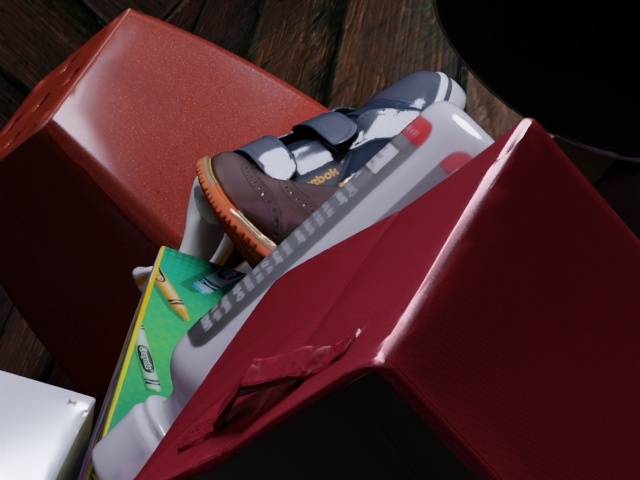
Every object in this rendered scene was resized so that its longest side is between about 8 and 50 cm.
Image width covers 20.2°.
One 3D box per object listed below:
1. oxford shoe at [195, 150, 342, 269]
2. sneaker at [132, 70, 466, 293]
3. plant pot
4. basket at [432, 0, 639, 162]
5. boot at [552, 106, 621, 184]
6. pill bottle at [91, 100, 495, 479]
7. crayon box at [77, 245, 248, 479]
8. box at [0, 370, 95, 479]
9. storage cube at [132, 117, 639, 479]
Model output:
[{"bbox_3d":[0.000,0.000,1.285,0.098,0.097,0.271,-40,45,-5],"label":"oxford shoe"},{"bbox_3d":[-0.017,-0.042,1.458,0.321,0.127,0.126,-49,15,-14],"label":"sneaker"},{"bbox_3d":[-0.176,-0.052,1.678,0.267,0.236,0.267,-29,24,45],"label":"plant pot"},{"bbox_3d":[0.219,-0.184,1.147,0.227,0.204,0.154,-47,-29,-29],"label":"basket"},{"bbox_3d":[0.148,-0.044,1.204,0.118,0.042,0.087,-42,8,-8],"label":"boot"},{"bbox_3d":[0.020,0.072,1.010,0.283,0.161,0.161,-43,17,3],"label":"pill bottle"},{"bbox_3d":[-0.117,0.143,1.240,0.278,0.081,0.165,-83,13,-63],"label":"crayon box"},{"bbox_3d":[-0.240,0.206,1.354,0.130,0.091,0.170,-69,-7,-53],"label":"box"},{"bbox_3d":[0.061,0.099,0.794,0.183,0.215,0.193,-34,14,40],"label":"storage cube"}]
